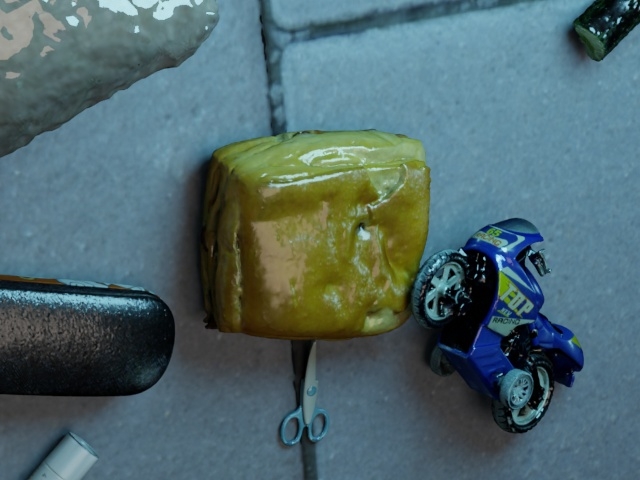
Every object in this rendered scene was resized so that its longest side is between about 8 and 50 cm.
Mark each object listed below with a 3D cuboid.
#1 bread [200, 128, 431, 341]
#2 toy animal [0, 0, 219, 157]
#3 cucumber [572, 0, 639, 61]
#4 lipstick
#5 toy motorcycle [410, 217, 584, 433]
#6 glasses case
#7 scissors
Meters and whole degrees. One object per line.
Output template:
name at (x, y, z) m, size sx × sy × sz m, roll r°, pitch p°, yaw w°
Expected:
bread at (0.000, 0.000, 1.293) m, size 0.235 × 0.099 × 0.211 m, roll -4°, pitch 107°, yaw -28°
toy animal at (-0.273, -0.181, 1.037) m, size 0.358 × 0.188 × 0.227 m, roll -31°, pitch 107°, yaw -16°
cucumber at (0.352, -0.276, 1.425) m, size 0.214 × 0.058 × 0.052 m, roll -43°, pitch 86°, yaw -14°
lipstick at (-0.269, 0.246, 1.257) m, size 0.141 × 0.040 × 0.040 m, roll -50°, pitch 122°, yaw -7°
toy motorcycle at (0.198, 0.083, 1.416) m, size 0.169 × 0.113 × 0.315 m, roll -54°, pitch 135°, yaw -15°
glasses case at (-0.257, 0.086, 1.197) m, size 0.266 × 0.067 × 0.103 m, roll 7°, pitch 103°, yaw -31°
scissors at (-0.013, 0.158, 1.385) m, size 0.058 × 0.014 × 0.119 m, roll -6°, pitch 111°, yaw -28°
